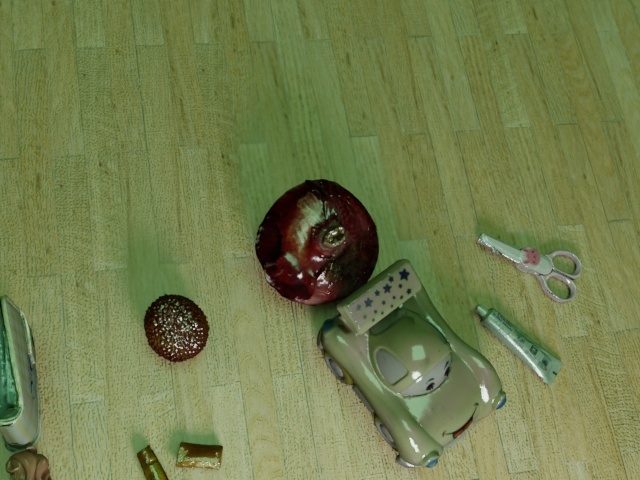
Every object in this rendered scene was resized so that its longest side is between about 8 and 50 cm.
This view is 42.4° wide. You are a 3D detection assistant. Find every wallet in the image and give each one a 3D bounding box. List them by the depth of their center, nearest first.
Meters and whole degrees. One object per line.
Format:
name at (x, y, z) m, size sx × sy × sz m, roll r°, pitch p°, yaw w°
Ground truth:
wallet at (-0.508, 0.219, 1.354) m, size 0.077 × 0.309 × 0.223 m, roll -3°, pitch 69°, yaw -17°

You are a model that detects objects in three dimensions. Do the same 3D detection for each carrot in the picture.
carrot at (-0.283, 0.446, 1.465) m, size 0.042 × 0.042 × 0.171 m, roll -23°, pitch 74°, yaw -19°

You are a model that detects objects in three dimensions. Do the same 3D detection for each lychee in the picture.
lychee at (-0.271, 0.160, 1.530) m, size 0.123 × 0.129 × 0.123 m, roll -14°, pitch 52°, yaw 19°

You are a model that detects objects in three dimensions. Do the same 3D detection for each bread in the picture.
bread at (-0.219, 0.393, 1.499) m, size 0.083 × 0.036 × 0.047 m, roll 7°, pitch 53°, yaw -9°

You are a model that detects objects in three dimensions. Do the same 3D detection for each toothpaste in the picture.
toothpaste at (0.405, 0.207, 1.703) m, size 0.218 × 0.041 × 0.064 m, roll 41°, pitch 61°, yaw 1°

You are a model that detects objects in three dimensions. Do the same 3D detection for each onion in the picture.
onion at (0.000, 0.000, 1.595) m, size 0.252 × 0.219 × 0.252 m, roll 2°, pitch 79°, yaw -12°

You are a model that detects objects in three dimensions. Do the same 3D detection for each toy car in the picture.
toy car at (0.175, 0.228, 1.542) m, size 0.242 × 0.226 × 0.336 m, roll -34°, pitch 79°, yaw -21°

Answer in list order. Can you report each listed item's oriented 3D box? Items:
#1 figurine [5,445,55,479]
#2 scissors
figurine at (-0.489, 0.428, 1.389) m, size 0.126 × 0.114 × 0.157 m, roll 42°, pitch 49°, yaw -42°
scissors at (0.449, 0.041, 1.775) m, size 0.242 × 0.030 × 0.118 m, roll 25°, pitch 66°, yaw -5°
